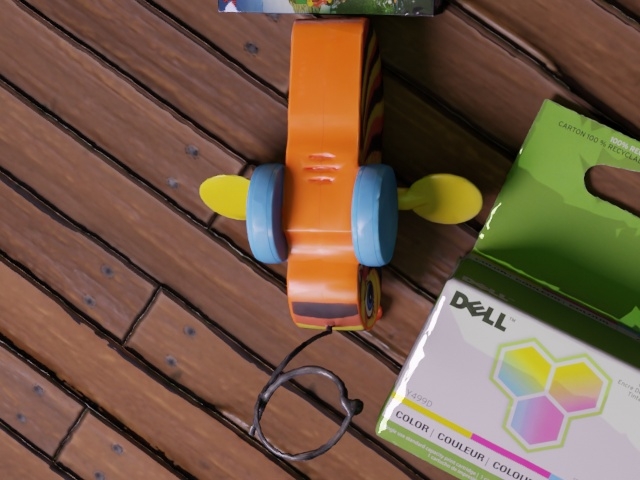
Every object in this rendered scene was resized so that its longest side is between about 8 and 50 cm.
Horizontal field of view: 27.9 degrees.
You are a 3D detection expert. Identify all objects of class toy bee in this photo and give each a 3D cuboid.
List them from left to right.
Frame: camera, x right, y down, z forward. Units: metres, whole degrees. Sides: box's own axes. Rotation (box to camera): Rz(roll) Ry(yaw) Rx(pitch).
[{"bbox_3d":[0.000,0.000,0.931,0.195,0.162,0.298,23,82,17],"label":"toy bee"}]

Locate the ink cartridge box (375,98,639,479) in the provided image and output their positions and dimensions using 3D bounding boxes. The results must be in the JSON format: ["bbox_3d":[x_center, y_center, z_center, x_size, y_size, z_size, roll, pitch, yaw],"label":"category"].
[{"bbox_3d":[0.178,0.056,0.906,0.188,0.097,0.255,26,108,8],"label":"ink cartridge box"}]

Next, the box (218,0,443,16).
[{"bbox_3d":[0.008,-0.277,0.908,0.159,0.044,0.233,3,102,14],"label":"box"}]
